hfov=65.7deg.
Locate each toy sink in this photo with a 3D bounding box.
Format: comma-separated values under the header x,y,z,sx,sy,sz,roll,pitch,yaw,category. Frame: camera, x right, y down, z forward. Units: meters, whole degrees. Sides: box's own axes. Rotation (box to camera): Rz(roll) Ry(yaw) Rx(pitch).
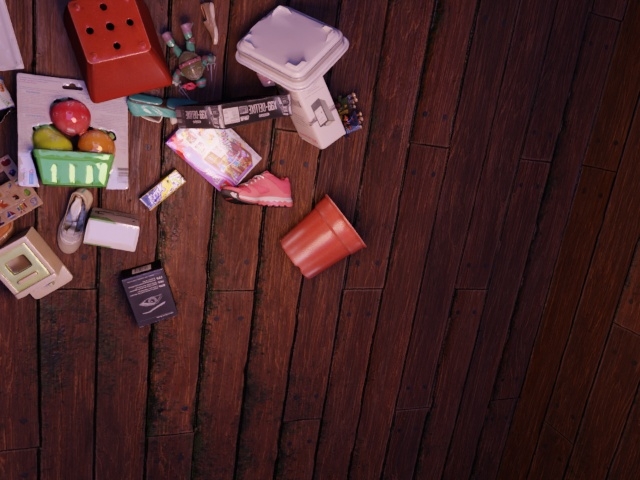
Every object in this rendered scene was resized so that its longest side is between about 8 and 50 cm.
x,y,z,sx,sy,sz,roll,pitch,yaw,category
-0.987,0.099,1.691,0.152,0.131,0.234,-31,115,-8,toy sink

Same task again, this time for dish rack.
x,y,z,sx,sy,sz,roll,pitch,yaw,category
-0.104,-0.663,1.665,0.285,0.332,0.072,-50,157,-15,dish rack

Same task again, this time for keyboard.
x,y,z,sx,sy,sz,roll,pitch,yaw,category
-0.984,-0.657,1.516,0.072,0.014,0.256,-11,110,-12,keyboard

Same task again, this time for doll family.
x,y,z,sx,sy,sz,roll,pitch,yaw,category
0.098,-0.483,1.947,0.111,0.076,0.193,-32,118,-14,doll family

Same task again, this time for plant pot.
x,y,z,sx,sy,sz,roll,pitch,yaw,category
0.000,0.000,1.975,0.265,0.272,0.272,-38,116,3,plant pot
-0.625,-0.605,1.507,0.267,0.235,0.267,-19,96,-13,plant pot

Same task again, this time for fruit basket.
x,y,z,sx,sy,sz,roll,pitch,yaw,category
-0.805,-0.346,1.625,0.326,0.165,0.353,-1,87,-27,fruit basket

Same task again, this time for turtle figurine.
x,y,z,sx,sy,sz,roll,pitch,yaw,category
-0.438,-0.604,1.687,0.175,0.118,0.234,-26,108,-11,turtle figurine

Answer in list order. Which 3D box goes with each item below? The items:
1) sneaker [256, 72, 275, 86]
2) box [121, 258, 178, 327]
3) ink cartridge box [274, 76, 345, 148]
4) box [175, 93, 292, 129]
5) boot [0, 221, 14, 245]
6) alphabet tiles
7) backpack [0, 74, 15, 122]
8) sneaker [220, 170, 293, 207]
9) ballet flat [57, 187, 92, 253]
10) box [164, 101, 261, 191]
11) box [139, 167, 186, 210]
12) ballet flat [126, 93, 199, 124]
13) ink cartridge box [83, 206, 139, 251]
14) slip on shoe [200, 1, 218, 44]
x,y,z,sx,sy,sz,roll,pitch,yaw,category
-0.166,-0.613,1.820,0.134,0.051,0.070,-35,129,-14,sneaker
-0.641,0.198,1.867,0.153,0.108,0.207,-16,112,-16,box
-0.043,-0.492,1.794,0.114,0.198,0.273,-35,127,-10,ink cartridge box
-0.287,-0.433,1.658,0.307,0.242,0.077,-27,118,-45,box
-1.069,-0.080,1.614,0.152,0.073,0.197,31,61,-19,boot
-1.056,-0.136,1.589,0.237,0.009,0.198,-36,90,-17,alphabet tiles
-1.053,-0.412,1.447,0.263,0.276,0.213,-18,114,-28,backpack
-0.241,-0.200,1.882,0.313,0.116,0.136,3,90,-42,sneaker
-0.856,-0.062,1.717,0.086,0.086,0.249,14,102,-24,ballet flat
-0.389,-0.331,1.819,0.201,0.057,0.293,-47,117,-2,box
-0.573,-0.187,1.798,0.169,0.054,0.059,-41,117,-5,box
-0.535,-0.448,1.710,0.247,0.083,0.087,5,135,-12,ballet flat
-0.713,-0.042,1.702,0.160,0.219,0.093,11,99,-24,ink cartridge box
-0.379,-0.740,1.693,0.041,0.051,0.135,-11,108,-23,slip on shoe
